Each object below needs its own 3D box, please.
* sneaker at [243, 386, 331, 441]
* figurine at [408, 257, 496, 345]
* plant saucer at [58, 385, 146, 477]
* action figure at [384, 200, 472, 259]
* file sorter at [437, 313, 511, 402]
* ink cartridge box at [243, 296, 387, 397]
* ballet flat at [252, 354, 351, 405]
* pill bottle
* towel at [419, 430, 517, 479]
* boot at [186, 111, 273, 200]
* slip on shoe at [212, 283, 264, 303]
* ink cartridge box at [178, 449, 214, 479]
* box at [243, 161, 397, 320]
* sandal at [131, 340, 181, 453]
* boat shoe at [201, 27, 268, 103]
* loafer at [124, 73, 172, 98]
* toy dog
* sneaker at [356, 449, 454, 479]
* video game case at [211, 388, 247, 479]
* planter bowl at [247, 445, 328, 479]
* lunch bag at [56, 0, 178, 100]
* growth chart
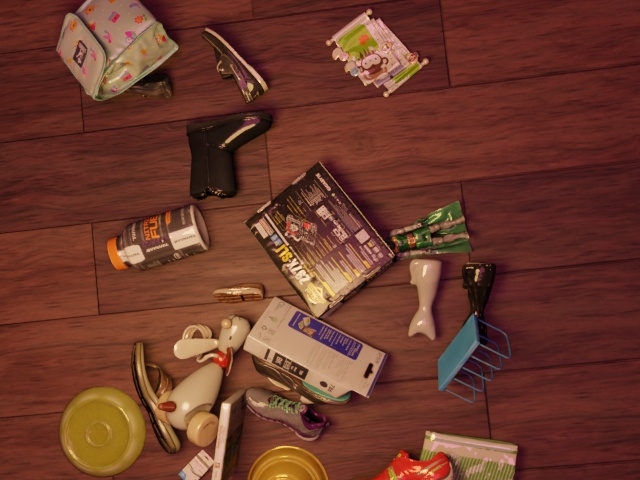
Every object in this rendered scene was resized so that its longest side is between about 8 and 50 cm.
[{"bbox_3d":[-0.082,0.419,1.850,0.223,0.083,0.098,29,134,-8],"label":"sneaker"},{"bbox_3d":[0.327,0.155,1.855,0.215,0.092,0.209,4,91,6],"label":"figurine"},{"bbox_3d":[-0.584,0.509,1.937,0.241,0.037,0.241,0,86,5],"label":"plant saucer"},{"bbox_3d":[0.261,-0.006,1.882,0.232,0.063,0.137,-15,89,8],"label":"action figure"},{"bbox_3d":[0.375,0.292,1.791,0.104,0.118,0.170,26,118,-7],"label":"file sorter"},{"bbox_3d":[-0.010,0.280,1.838,0.332,0.165,0.065,27,130,8],"label":"ink cartridge box"},{"bbox_3d":[-0.050,0.356,1.874,0.280,0.095,0.096,28,132,16],"label":"ballet flat"},{"bbox_3d":[-0.424,0.002,1.904,0.245,0.130,0.130,-18,86,4],"label":"pill bottle"},{"bbox_3d":[0.360,0.658,1.848,0.247,0.038,0.325,7,89,7],"label":"towel"},{"bbox_3d":[-0.232,-0.216,1.914,0.246,0.094,0.207,-9,83,11],"label":"boot"},{"bbox_3d":[-0.215,0.135,1.925,0.135,0.051,0.041,-5,47,13],"label":"slip on shoe"},{"bbox_3d":[-0.324,0.595,1.913,0.048,0.028,0.083,43,91,6],"label":"ink cartridge box"},{"bbox_3d":[0.000,0.000,1.871,0.257,0.079,0.322,-40,77,6],"label":"box"},{"bbox_3d":[-0.420,0.402,1.905,0.086,0.120,0.303,-22,87,-24],"label":"sandal"},{"bbox_3d":[-0.241,-0.465,1.936,0.079,0.084,0.233,-41,87,1],"label":"boat shoe"},{"bbox_3d":[-0.477,-0.407,1.967,0.170,0.061,0.062,5,45,21],"label":"loafer"},{"bbox_3d":[-0.301,0.326,1.789,0.220,0.161,0.334,-4,63,22],"label":"toy dog"},{"bbox_3d":[0.198,0.588,1.833,0.279,0.107,0.118,-15,62,17],"label":"sneaker"},{"bbox_3d":[-0.224,0.486,1.810,0.026,0.227,0.206,7,87,4],"label":"video game case"},{"bbox_3d":[-0.088,0.641,1.860,0.217,0.090,0.217,0,87,4],"label":"planter bowl"},{"bbox_3d":[-0.549,-0.515,1.914,0.262,0.160,0.223,-41,69,-1],"label":"lunch bag"},{"bbox_3d":[0.144,-0.492,1.936,0.172,0.021,0.237,-45,84,2],"label":"growth chart"}]
